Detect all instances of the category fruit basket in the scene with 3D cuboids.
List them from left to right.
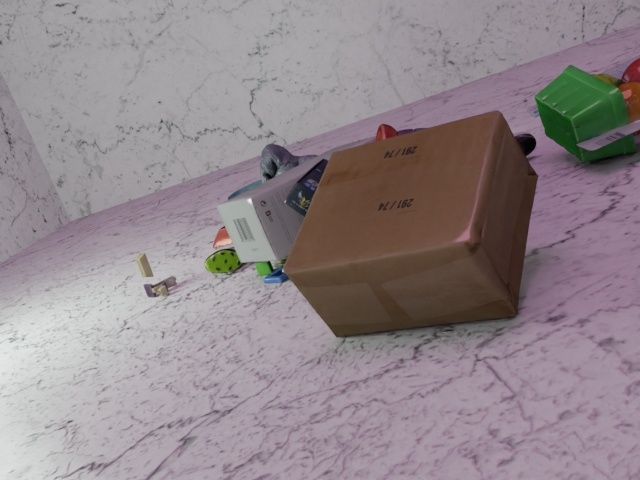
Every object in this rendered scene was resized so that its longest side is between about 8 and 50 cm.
[{"bbox_3d":[0.666,-0.302,1.665,0.353,0.165,0.327,-20,27,-2],"label":"fruit basket"}]

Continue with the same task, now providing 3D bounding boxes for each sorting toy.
[{"bbox_3d":[0.000,0.000,1.783,0.348,0.047,0.196,-28,15,-26],"label":"sorting toy"}]

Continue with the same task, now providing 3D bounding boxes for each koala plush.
[{"bbox_3d":[-0.067,-0.218,2.474,0.221,0.203,0.196,-5,18,14],"label":"koala plush"}]

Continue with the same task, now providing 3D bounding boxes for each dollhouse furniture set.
[{"bbox_3d":[-0.403,0.076,1.961,0.081,0.114,0.091,-26,11,-36],"label":"dollhouse furniture set"}]

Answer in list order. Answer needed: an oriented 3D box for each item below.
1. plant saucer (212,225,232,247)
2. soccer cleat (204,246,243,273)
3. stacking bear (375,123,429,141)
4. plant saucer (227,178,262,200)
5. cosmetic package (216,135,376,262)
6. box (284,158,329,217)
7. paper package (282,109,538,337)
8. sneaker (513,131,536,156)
[{"bbox_3d":[-0.165,-0.068,2.295,0.259,0.047,0.258,-14,15,31],"label":"plant saucer"},{"bbox_3d":[-0.218,0.042,1.944,0.179,0.060,0.072,-23,3,-36],"label":"soccer cleat"},{"bbox_3d":[0.267,-0.160,1.669,0.289,0.175,0.164,5,-10,-2],"label":"stacking bear"},{"bbox_3d":[-0.181,-0.192,2.803,0.317,0.043,0.317,-20,14,5],"label":"plant saucer"},{"bbox_3d":[-0.025,-0.096,1.770,0.365,0.155,0.197,-28,11,-28],"label":"cosmetic package"},{"bbox_3d":[0.061,-0.059,1.570,0.059,0.233,0.183,-55,-3,26],"label":"box"},{"bbox_3d":[0.148,-0.023,1.207,0.325,0.168,0.309,-12,40,34],"label":"paper package"},{"bbox_3d":[0.443,-0.194,1.863,0.178,0.072,0.077,-29,26,0],"label":"sneaker"}]
